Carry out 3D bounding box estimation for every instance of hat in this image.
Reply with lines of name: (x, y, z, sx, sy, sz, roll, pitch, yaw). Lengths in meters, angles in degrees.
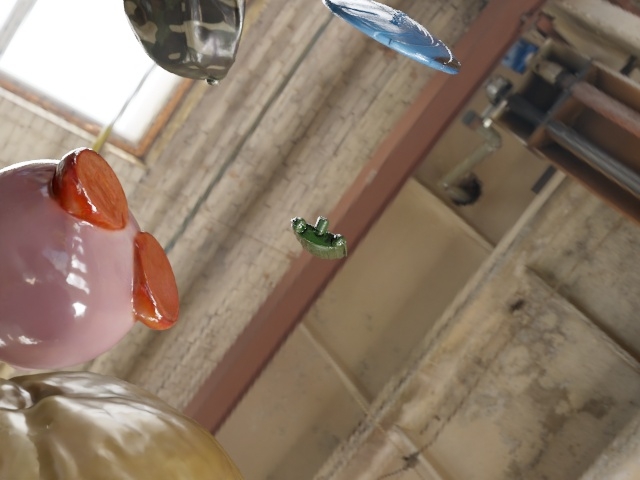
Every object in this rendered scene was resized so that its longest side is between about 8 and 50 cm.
hat: (-0.306, -0.430, 1.584, 0.366, 0.381, 0.258, 152, -45, -70)

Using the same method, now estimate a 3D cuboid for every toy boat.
toy boat: (0.000, 0.000, 1.704, 0.104, 0.210, 0.052, 21, -98, 6)

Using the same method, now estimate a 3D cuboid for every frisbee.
frisbee: (0.116, -0.331, 1.491, 0.045, 0.242, 0.242, -62, -140, 20)

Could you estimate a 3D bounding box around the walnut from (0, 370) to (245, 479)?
walnut: (-0.157, 0.230, 0.555, 0.277, 0.252, 0.313, 6, -73, 30)

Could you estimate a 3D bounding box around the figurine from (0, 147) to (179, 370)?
figurine: (-0.220, 0.020, 0.766, 0.173, 0.173, 0.173, -22, -125, 36)
